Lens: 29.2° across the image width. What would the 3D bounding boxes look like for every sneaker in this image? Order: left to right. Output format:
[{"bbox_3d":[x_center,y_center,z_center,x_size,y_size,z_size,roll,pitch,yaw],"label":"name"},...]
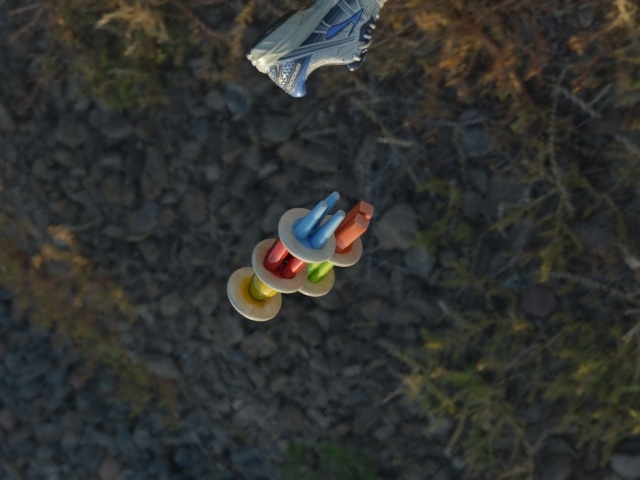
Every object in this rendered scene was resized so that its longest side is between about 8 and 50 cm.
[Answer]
[{"bbox_3d":[0.017,-0.149,0.833,0.135,0.052,0.058,-36,105,10],"label":"sneaker"}]

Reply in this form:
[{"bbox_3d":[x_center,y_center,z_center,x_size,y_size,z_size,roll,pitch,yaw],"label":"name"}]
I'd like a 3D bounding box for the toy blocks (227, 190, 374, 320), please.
[{"bbox_3d":[0.000,0.000,1.041,0.054,0.123,0.148,56,137,12],"label":"toy blocks"}]
